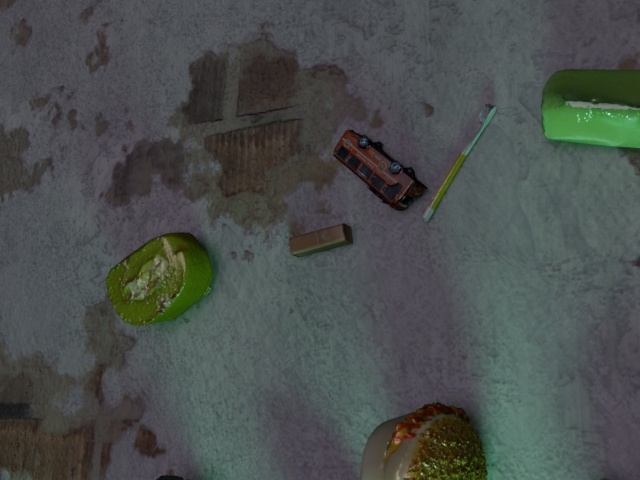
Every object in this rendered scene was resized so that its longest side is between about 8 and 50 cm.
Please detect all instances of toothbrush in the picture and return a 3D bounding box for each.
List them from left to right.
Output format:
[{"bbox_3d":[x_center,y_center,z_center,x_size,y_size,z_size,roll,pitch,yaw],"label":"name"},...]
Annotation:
[{"bbox_3d":[0.296,-0.168,1.624,0.024,0.021,0.288,34,95,42],"label":"toothbrush"}]

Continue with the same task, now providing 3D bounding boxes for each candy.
[{"bbox_3d":[0.594,-0.250,1.425,0.343,0.132,0.142,10,41,29],"label":"candy"}]

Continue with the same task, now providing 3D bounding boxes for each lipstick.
[{"bbox_3d":[0.000,0.000,1.734,0.145,0.045,0.045,-15,69,25],"label":"lipstick"}]

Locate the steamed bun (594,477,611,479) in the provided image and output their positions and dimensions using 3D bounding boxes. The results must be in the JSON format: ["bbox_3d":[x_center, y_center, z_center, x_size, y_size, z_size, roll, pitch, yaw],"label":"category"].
[{"bbox_3d":[0.531,0.534,1.220,0.320,0.206,0.275,-12,58,27],"label":"steamed bun"}]

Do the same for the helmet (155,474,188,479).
[{"bbox_3d":[-0.317,0.686,1.669,0.225,0.177,0.305,17,76,42],"label":"helmet"}]

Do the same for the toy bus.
[{"bbox_3d":[0.131,-0.162,1.691,0.235,0.073,0.096,46,110,30],"label":"toy bus"}]

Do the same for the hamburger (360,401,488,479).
[{"bbox_3d":[0.200,0.450,1.382,0.179,0.276,0.294,-8,78,39],"label":"hamburger"}]

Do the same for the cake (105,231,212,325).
[{"bbox_3d":[-0.392,0.100,1.868,0.260,0.156,0.179,-33,80,24],"label":"cake"}]
